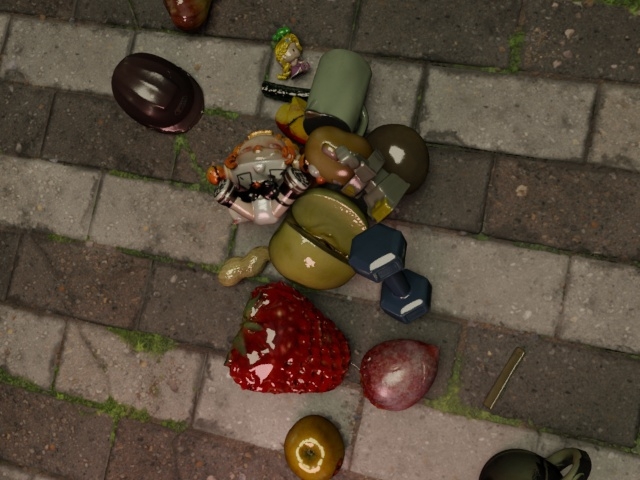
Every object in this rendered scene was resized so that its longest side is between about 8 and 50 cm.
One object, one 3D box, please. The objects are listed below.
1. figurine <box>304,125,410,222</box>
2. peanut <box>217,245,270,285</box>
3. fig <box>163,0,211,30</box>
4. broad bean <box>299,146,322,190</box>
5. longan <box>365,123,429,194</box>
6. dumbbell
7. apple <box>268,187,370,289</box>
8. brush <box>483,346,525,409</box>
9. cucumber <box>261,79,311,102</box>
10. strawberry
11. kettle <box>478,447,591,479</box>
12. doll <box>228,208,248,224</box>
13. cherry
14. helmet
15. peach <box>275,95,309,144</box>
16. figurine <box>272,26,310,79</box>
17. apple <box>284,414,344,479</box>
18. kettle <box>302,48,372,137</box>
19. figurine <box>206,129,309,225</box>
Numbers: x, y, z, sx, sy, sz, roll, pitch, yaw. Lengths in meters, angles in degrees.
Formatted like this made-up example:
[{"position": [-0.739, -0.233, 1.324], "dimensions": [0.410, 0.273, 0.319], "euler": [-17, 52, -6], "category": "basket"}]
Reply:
[{"position": [0.084, -0.187, 1.634], "dimensions": [0.285, 0.342, 0.167], "euler": [42, 72, -6], "category": "figurine"}, {"position": [-0.231, 0.077, 1.906], "dimensions": [0.187, 0.082, 0.082], "euler": [-24, 79, 8], "category": "peanut"}, {"position": [-0.403, -0.773, 2.033], "dimensions": [0.160, 0.230, 0.143], "euler": [57, 139, 13], "category": "fig"}, {"position": [-0.036, -0.211, 1.895], "dimensions": [0.114, 0.084, 0.165], "euler": [-3, 78, 5], "category": "broad bean"}, {"position": [0.214, -0.237, 1.793], "dimensions": [0.196, 0.196, 0.220], "euler": [-35, 67, 6], "category": "longan"}, {"position": [0.196, 0.094, 1.689], "dimensions": [0.143, 0.316, 0.156], "euler": [-6, 54, 26], "category": "dumbbell"}, {"position": [0.000, 0.000, 1.759], "dimensions": [0.254, 0.292, 0.292], "euler": [33, 91, -11], "category": "apple"}, {"position": [0.518, 0.387, 1.739], "dimensions": [0.034, 0.027, 0.190], "euler": [26, 83, 50], "category": "brush"}, {"position": [-0.082, -0.460, 1.952], "dimensions": [0.214, 0.052, 0.058], "euler": [12, 57, 11], "category": "cucumber"}, {"position": [-0.073, 0.303, 1.759], "dimensions": [0.345, 0.295, 0.318], "euler": [21, 51, -4], "category": "strawberry"}, {"position": [0.547, 0.638, 1.549], "dimensions": [0.321, 0.324, 0.228], "euler": [-43, 77, 4], "category": "kettle"}, {"position": [-0.243, -0.137, 1.918], "dimensions": [0.110, 0.107, 0.181], "euler": [-19, 77, 8], "category": "doll"}, {"position": [0.224, 0.362, 1.731], "dimensions": [0.249, 0.175, 0.192], "euler": [-30, 67, 4], "category": "cherry"}, {"position": [-0.534, -0.482, 1.986], "dimensions": [0.305, 0.177, 0.225], "euler": [25, 87, 15], "category": "helmet"}, {"position": [-0.061, -0.363, 1.905], "dimensions": [0.151, 0.118, 0.151], "euler": [-6, 49, 7], "category": "peach"}, {"position": [-0.112, -0.582, 1.955], "dimensions": [0.115, 0.095, 0.156], "euler": [-23, 98, 29], "category": "figurine"}, {"position": [-0.018, 0.591, 1.759], "dimensions": [0.182, 0.155, 0.183], "euler": [-1, 85, 14], "category": "apple"}, {"position": [0.064, -0.394, 1.826], "dimensions": [0.165, 0.240, 0.255], "euler": [-12, 53, 39], "category": "kettle"}, {"position": [-0.158, -0.189, 1.776], "dimensions": [0.320, 0.323, 0.196], "euler": [-5, 126, 6], "category": "figurine"}]
